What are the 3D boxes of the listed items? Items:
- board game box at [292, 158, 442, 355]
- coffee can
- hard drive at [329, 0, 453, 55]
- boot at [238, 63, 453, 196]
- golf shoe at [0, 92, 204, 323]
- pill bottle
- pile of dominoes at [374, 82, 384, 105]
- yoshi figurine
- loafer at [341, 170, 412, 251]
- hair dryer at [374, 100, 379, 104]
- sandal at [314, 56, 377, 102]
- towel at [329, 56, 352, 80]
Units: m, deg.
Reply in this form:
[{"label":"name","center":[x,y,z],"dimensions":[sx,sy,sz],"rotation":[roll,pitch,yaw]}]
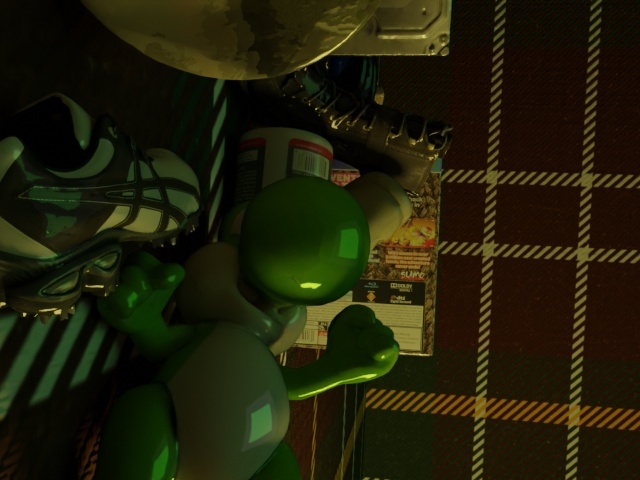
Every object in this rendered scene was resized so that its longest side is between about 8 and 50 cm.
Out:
[{"label":"board game box","center":[0.059,0.010,1.006],"dimensions":[0.141,0.232,0.290],"rotation":[-36,128,-80]},{"label":"coffee can","center":[-0.034,-0.254,0.425],"dimensions":[0.275,0.202,0.201],"rotation":[-77,166,-49]},{"label":"hard drive","center":[0.060,-0.416,0.873],"dimensions":[0.064,0.237,0.338],"rotation":[-59,152,-71]},{"label":"boot","center":[0.037,-0.148,0.744],"dimensions":[0.263,0.229,0.091],"rotation":[85,24,-69]},{"label":"golf shoe","center":[-0.117,-0.037,0.364],"dimensions":[0.198,0.077,0.093],"rotation":[-68,159,-68]},{"label":"pill bottle","center":[-0.045,-0.022,0.726],"dimensions":[0.108,0.108,0.180],"rotation":[56,38,-76]},{"label":"pile of dominoes","center":[0.099,-0.405,1.520],"dimensions":[0.196,0.040,0.251],"rotation":[95,-13,-64]},{"label":"yoshi figurine","center":[-0.047,0.075,0.495],"dimensions":[0.362,0.203,0.203],"rotation":[-82,164,-47]},{"label":"loafer","center":[0.000,0.000,0.833],"dimensions":[0.092,0.102,0.268],"rotation":[-43,-176,-38]},{"label":"hair dryer","center":[0.093,-0.106,1.173],"dimensions":[0.293,0.080,0.223],"rotation":[46,-45,44]},{"label":"sandal","center":[0.036,-0.224,1.113],"dimensions":[0.167,0.107,0.445],"rotation":[-96,-176,-53]},{"label":"towel","center":[0.033,-0.363,1.276],"dimensions":[0.308,0.076,0.227],"rotation":[85,19,-44]}]
